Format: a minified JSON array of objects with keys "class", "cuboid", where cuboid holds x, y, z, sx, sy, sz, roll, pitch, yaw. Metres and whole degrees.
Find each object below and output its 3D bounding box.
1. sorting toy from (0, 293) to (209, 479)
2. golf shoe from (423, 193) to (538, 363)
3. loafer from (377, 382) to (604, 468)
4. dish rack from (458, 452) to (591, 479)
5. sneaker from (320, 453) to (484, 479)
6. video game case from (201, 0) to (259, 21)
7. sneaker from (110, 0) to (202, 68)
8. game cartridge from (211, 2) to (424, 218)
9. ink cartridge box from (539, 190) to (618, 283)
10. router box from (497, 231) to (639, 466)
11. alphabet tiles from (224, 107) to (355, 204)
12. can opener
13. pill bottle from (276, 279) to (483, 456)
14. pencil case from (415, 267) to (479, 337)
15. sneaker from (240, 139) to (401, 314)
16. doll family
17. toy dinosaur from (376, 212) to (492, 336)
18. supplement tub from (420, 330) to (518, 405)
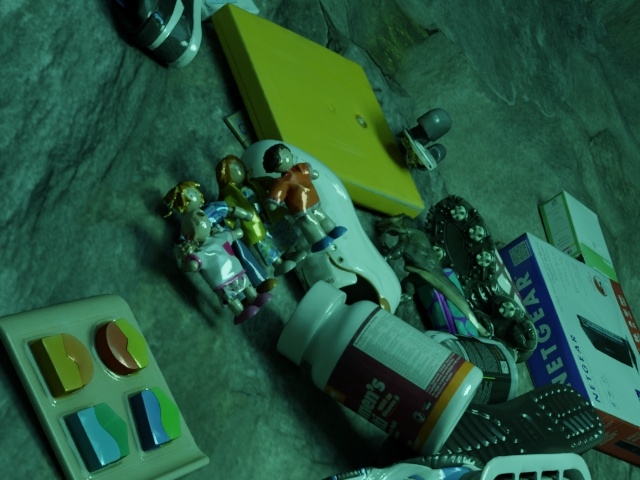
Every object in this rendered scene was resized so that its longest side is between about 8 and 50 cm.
[{"class":"sorting toy","cuboid":[-0.204,0.145,1.360,0.208,0.038,0.193,59,27,10]},{"class":"golf shoe","cuboid":[0.239,0.063,2.124,0.272,0.105,0.120,66,13,11]},{"class":"loafer","cuboid":[0.208,0.282,1.764,0.366,0.130,0.134,-4,50,-40]},{"class":"dish rack","cuboid":[0.220,0.408,1.583,0.285,0.072,0.332,10,77,-55]},{"class":"sneaker","cuboid":[0.089,0.288,1.570,0.211,0.080,0.081,-10,74,-20]},{"class":"video game case","cuboid":[-0.168,-0.383,2.056,0.143,0.019,0.157,57,27,6]},{"class":"sneaker","cuboid":[-0.217,-0.335,1.854,0.121,0.079,0.217,32,35,-37]},{"class":"game cartridge","cuboid":[-0.002,-0.179,2.035,0.324,0.053,0.285,16,44,-49]},{"class":"ink cartridge box","cuboid":[0.471,0.020,2.557,0.109,0.062,0.209,32,34,-36]},{"class":"router box","cuboid":[0.435,0.183,2.289,0.301,0.082,0.335,25,39,-44]},{"class":"alphabet tiles","cuboid":[-0.027,-0.117,1.984,0.198,0.009,0.237,53,26,-1]},{"class":"can opener","cuboid":[0.170,-0.150,2.183,0.074,0.093,0.280,56,6,1]},{"class":"pill bottle","cuboid":[0.067,0.145,1.637,0.221,0.121,0.121,31,25,11]},{"class":"pencil case","cuboid":[0.186,0.115,1.990,0.070,0.064,0.151,58,10,-61]},{"class":"sneaker","cuboid":[0.000,0.000,1.780,0.290,0.106,0.123,49,25,-12]},{"class":"doll family","cuboid":[-0.102,-0.014,1.661,0.163,0.118,0.263,56,44,-9]},{"class":"toy dinosaur","cuboid":[0.124,0.041,1.946,0.118,0.064,0.268,-8,44,-26]},{"class":"supplement tub","cuboid":[0.165,0.177,1.826,0.190,0.117,0.117,13,48,-53]}]
